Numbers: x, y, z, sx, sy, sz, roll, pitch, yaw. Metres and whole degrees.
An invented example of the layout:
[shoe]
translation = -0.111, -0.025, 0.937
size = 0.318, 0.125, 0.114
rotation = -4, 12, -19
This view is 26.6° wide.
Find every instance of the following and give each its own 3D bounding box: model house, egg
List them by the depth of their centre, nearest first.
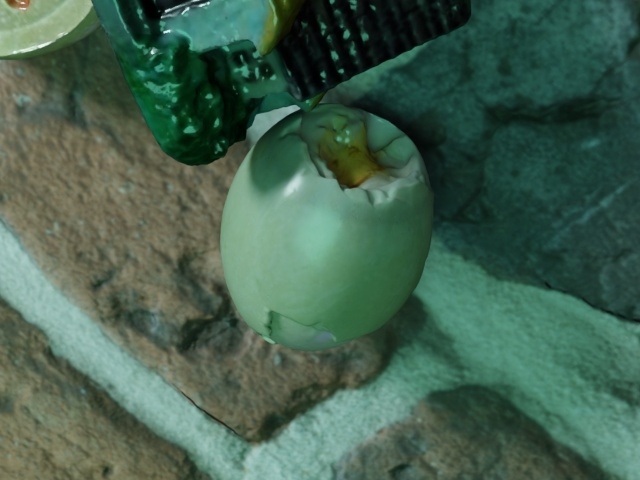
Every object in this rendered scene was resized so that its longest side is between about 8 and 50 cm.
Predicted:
[model house]
translation = -0.017, -0.229, 1.019
size = 0.249, 0.230, 0.280
rotation = -10, 117, 27
[egg]
translation = 0.000, 0.000, 1.174
size = 0.183, 0.183, 0.217
rotation = 26, 129, -1

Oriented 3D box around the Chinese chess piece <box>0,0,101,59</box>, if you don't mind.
[Chinese chess piece]
translation = -0.270, -0.285, 1.126
size = 0.270, 0.112, 0.270
rotation = 5, 119, 10
